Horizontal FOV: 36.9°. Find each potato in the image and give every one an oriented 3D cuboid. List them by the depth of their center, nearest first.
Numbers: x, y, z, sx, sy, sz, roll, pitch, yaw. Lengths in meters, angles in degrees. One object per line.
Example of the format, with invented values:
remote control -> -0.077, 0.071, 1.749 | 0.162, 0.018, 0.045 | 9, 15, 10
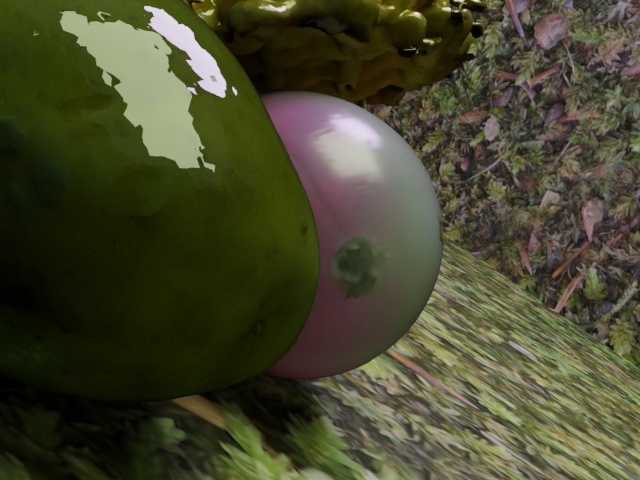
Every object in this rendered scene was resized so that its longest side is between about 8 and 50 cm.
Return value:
potato -> -0.136, -0.047, 0.467 | 0.304, 0.215, 0.216 | 31, 8, 25

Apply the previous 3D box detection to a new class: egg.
egg -> -0.026, -0.006, 0.666 | 0.196, 0.196, 0.271 | 29, -8, -12

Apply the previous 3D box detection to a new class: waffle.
waffle -> -0.072, -0.132, 0.778 | 0.382, 0.095, 0.380 | -12, -4, 40
